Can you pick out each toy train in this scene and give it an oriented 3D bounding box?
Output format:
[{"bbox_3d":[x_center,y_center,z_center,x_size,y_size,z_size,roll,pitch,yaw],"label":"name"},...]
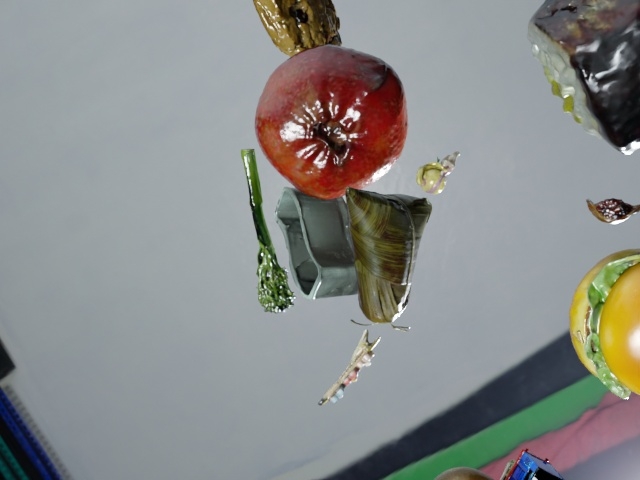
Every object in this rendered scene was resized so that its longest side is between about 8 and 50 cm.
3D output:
[{"bbox_3d":[0.465,0.595,1.354,0.203,0.083,0.131,-62,-172,4],"label":"toy train"}]

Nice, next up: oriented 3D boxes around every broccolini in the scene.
[{"bbox_3d":[-0.078,-0.007,0.776,0.051,0.238,0.054,-17,-154,-14],"label":"broccolini"}]

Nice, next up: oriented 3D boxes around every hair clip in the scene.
[{"bbox_3d":[0.074,0.308,1.373,0.213,0.056,0.062,-56,177,-11],"label":"hair clip"}]

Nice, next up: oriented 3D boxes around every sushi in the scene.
[{"bbox_3d":[0.534,-0.326,0.969,0.294,0.299,0.281,-28,141,21],"label":"sushi"},{"bbox_3d":[0.578,-0.060,1.151,0.100,0.050,0.047,0,159,20],"label":"sushi"}]

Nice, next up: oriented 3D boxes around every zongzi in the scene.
[{"bbox_3d":[0.063,0.028,0.737,0.084,0.187,0.184,13,-174,32],"label":"zongzi"}]

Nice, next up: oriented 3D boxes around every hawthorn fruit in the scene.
[{"bbox_3d":[0.016,-0.222,1.043,0.265,0.265,0.307,-31,-153,13],"label":"hawthorn fruit"}]

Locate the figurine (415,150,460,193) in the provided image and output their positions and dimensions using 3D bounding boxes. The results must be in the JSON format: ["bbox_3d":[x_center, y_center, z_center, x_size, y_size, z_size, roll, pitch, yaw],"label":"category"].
[{"bbox_3d":[0.299,-0.180,1.483,0.083,0.083,0.187,-28,-166,50],"label":"figurine"}]

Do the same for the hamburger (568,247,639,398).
[{"bbox_3d":[0.502,0.127,0.856,0.246,0.246,0.170,-32,-168,-9],"label":"hamburger"}]

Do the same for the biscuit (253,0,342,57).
[{"bbox_3d":[-0.041,-0.524,1.322,0.075,0.295,0.296,-18,-170,36],"label":"biscuit"}]

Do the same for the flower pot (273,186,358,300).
[{"bbox_3d":[0.000,0.000,1.084,0.108,0.229,0.103,-3,146,-28],"label":"flower pot"}]

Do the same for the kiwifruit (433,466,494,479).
[{"bbox_3d":[0.313,0.607,1.277,0.196,0.196,0.234,-32,151,-18],"label":"kiwifruit"}]
